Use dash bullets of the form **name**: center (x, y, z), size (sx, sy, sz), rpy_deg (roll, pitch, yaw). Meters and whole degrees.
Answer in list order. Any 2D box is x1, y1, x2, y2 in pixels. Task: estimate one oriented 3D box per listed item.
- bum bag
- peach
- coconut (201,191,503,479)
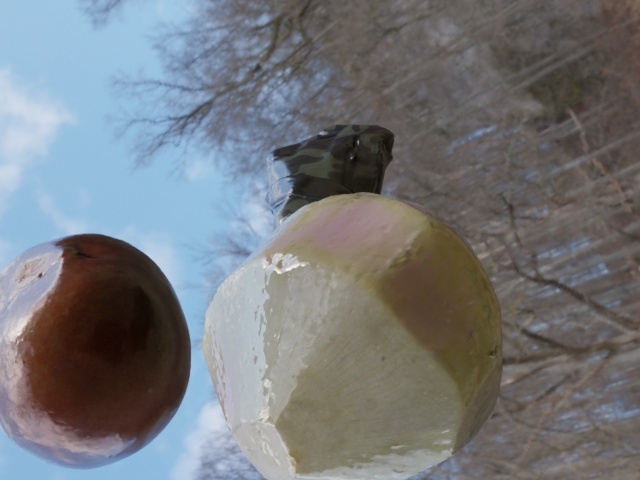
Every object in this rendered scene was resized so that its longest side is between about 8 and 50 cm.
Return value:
- **bum bag**: center (0.000, 0.000, 0.896), size (0.095, 0.144, 0.340), rpy_deg (79, -166, -52)
- **peach**: center (-0.257, 0.113, 0.960), size (0.252, 0.252, 0.252), rpy_deg (21, -125, -34)
- **coconut**: center (0.022, 0.076, 0.643), size (0.197, 0.237, 0.237), rpy_deg (58, -137, -10)
